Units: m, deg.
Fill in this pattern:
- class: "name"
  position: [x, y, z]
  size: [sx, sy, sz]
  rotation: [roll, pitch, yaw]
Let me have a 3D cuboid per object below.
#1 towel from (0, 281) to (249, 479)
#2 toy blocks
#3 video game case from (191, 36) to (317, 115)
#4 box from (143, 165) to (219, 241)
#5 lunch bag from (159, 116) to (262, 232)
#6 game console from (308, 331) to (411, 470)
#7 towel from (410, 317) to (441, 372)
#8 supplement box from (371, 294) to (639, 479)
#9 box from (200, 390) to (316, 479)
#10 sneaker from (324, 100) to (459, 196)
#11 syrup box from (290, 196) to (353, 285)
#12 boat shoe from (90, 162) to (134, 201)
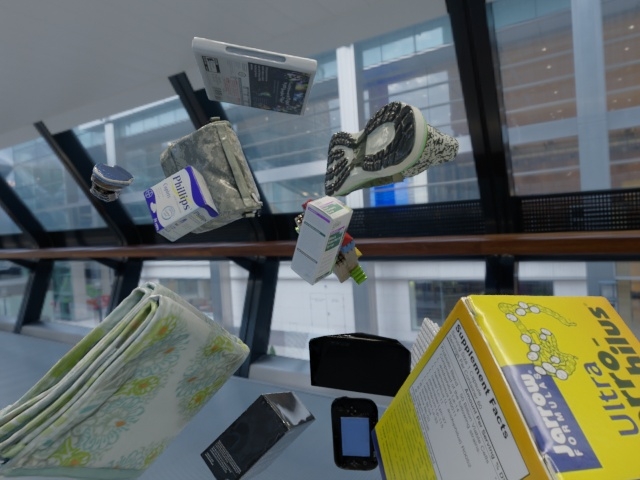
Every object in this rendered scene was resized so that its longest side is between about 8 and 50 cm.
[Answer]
- class: "towel"
  position: [-0.302, 0.259, 0.735]
  size: [0.090, 0.320, 0.374]
  rotation: [40, -13, 28]
- class: "toy blocks"
  position: [0.017, -0.015, 1.652]
  size: [0.190, 0.381, 0.261]
  rotation: [-35, -31, -10]
- class: "video game case"
  position: [-0.102, -0.252, 0.681]
  size: [0.173, 0.022, 0.190]
  rotation: [8, -4, -7]
- class: "box"
  position: [-0.336, -0.089, 1.032]
  size: [0.137, 0.126, 0.072]
  rotation: [-29, -24, 2]
- class: "lunch bag"
  position: [-0.318, -0.189, 1.313]
  size: [0.212, 0.305, 0.256]
  rotation: [-22, 4, -39]
- class: "game console"
  position: [0.088, 0.363, 0.936]
  size: [0.213, 0.362, 0.044]
  rotation: [2, 21, 15]
- class: "towel"
  position: [0.372, 0.410, 1.355]
  size: [0.121, 0.235, 0.284]
  rotation: [20, 9, -5]
- class: "supplement box"
  position: [0.222, 0.252, 0.529]
  size: [0.195, 0.357, 0.194]
  rotation: [2, 44, -15]
- class: "box"
  position: [-0.131, 0.455, 1.000]
  size: [0.184, 0.103, 0.261]
  rotation: [-41, -21, -4]
- class: "sneaker"
  position: [0.138, -0.166, 0.949]
  size: [0.181, 0.158, 0.410]
  rotation: [11, -5, -24]
- class: "syrup box"
  position: [0.000, 0.000, 1.213]
  size: [0.096, 0.237, 0.093]
  rotation: [36, 38, 24]
- class: "boat shoe"
  position: [-0.433, -0.114, 0.882]
  size: [0.066, 0.066, 0.183]
  rotation: [37, 0, -13]
